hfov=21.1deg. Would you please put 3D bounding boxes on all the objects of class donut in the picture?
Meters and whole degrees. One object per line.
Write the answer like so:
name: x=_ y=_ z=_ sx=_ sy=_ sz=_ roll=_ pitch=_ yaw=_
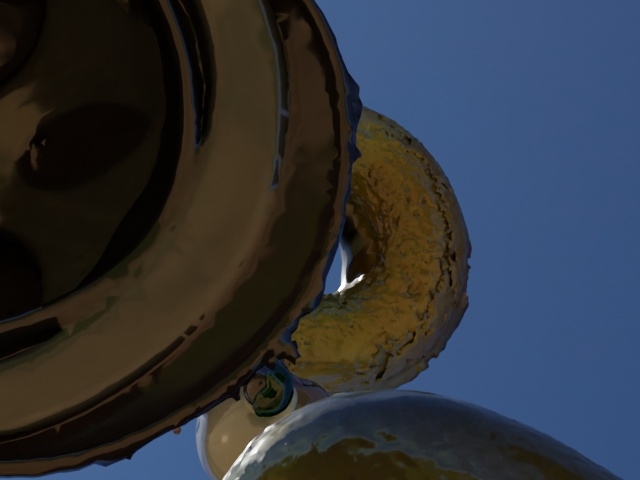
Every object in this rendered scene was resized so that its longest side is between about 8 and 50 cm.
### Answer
donut: x=0.000 y=0.000 z=1.410 sx=0.272 sy=0.107 sz=0.272 roll=0 pitch=-109 yaw=0

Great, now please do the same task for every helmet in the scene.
helmet: x=-0.142 y=-0.037 z=0.593 sx=0.305 sy=0.177 sz=0.225 roll=34 pitch=-107 yaw=0

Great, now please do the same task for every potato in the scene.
potato: x=0.070 y=0.159 z=0.695 sx=0.251 sy=0.159 sz=0.174 roll=13 pitch=-50 yaw=13

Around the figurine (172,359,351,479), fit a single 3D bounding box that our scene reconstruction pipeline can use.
figurine: x=-0.054 y=0.089 z=1.006 sx=0.197 sy=0.093 sz=0.147 roll=41 pitch=-16 yaw=-6
